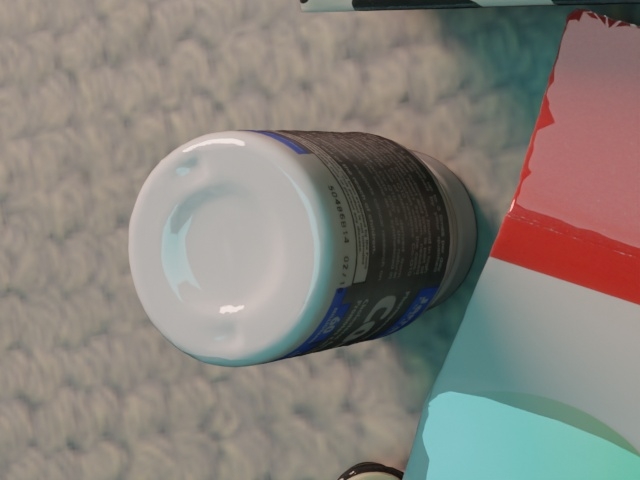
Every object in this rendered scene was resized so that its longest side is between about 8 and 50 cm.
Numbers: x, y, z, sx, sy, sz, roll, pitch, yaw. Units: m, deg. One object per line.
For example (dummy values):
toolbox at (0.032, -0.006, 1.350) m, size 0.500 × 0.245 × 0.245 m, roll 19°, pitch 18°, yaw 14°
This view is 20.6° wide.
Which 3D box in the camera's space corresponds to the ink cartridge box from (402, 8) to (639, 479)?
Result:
ink cartridge box at (0.132, 0.053, 0.590) m, size 0.181 × 0.056 × 0.224 m, roll 18°, pitch 103°, yaw 14°

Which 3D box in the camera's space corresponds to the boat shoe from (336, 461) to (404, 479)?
boat shoe at (0.025, 0.151, 0.675) m, size 0.049 × 0.042 × 0.133 m, roll -5°, pitch 92°, yaw 0°

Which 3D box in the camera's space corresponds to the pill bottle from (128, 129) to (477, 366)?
pill bottle at (0.000, 0.000, 0.622) m, size 0.078 × 0.137 × 0.078 m, roll 2°, pitch 94°, yaw 28°

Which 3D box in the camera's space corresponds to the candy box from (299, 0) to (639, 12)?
candy box at (0.054, -0.194, 0.566) m, size 0.159 × 0.071 × 0.233 m, roll 3°, pitch 120°, yaw 25°
